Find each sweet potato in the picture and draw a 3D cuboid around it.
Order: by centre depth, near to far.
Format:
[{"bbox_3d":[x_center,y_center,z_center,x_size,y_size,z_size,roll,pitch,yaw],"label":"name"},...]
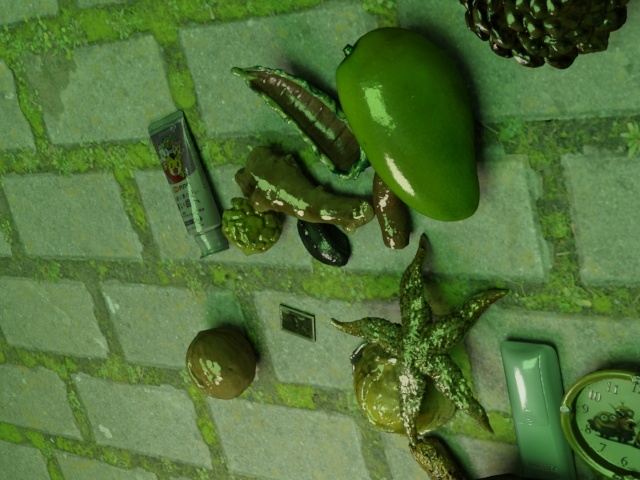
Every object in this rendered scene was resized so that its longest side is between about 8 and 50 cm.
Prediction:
[{"bbox_3d":[0.122,-0.119,1.710,0.067,0.059,0.281,10,122,22],"label":"sweet potato"}]

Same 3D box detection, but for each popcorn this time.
[{"bbox_3d":[-0.134,-0.027,1.943,0.120,0.116,0.106,-6,154,-1],"label":"popcorn"}]

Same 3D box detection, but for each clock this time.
[{"bbox_3d":[0.519,0.304,1.645,0.237,0.057,0.237,18,124,27],"label":"clock"}]

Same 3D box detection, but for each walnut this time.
[{"bbox_3d":[-0.215,0.265,2.148,0.166,0.149,0.166,53,167,18],"label":"walnut"}]

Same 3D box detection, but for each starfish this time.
[{"bbox_3d":[0.199,0.194,1.763,0.358,0.078,0.347,46,113,15],"label":"starfish"}]

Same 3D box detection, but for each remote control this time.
[{"bbox_3d":[0.384,0.312,1.760,0.103,0.051,0.293,2,116,37],"label":"remote control"}]

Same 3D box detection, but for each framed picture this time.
[{"bbox_3d":[-0.048,0.171,2.049,0.089,0.006,0.066,17,125,31],"label":"framed picture"}]

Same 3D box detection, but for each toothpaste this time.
[{"bbox_3d":[-0.269,-0.111,2.025,0.114,0.073,0.299,-17,95,42],"label":"toothpaste"}]

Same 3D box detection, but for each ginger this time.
[{"bbox_3d":[-0.026,-0.091,1.832,0.294,0.086,0.131,17,112,25],"label":"ginger"}]

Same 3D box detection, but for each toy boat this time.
[{"bbox_3d":[-0.023,-0.226,1.741,0.293,0.099,0.108,41,134,2],"label":"toy boat"}]

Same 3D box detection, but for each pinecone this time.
[{"bbox_3d":[0.290,-0.361,1.323,0.257,0.243,0.243,48,141,42],"label":"pinecone"}]

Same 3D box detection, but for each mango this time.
[{"bbox_3d":[0.157,-0.179,1.574,0.192,0.156,0.343,-27,109,8],"label":"mango"}]

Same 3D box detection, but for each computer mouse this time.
[{"bbox_3d":[0.000,0.000,1.885,0.135,0.047,0.079,49,133,8],"label":"computer mouse"}]

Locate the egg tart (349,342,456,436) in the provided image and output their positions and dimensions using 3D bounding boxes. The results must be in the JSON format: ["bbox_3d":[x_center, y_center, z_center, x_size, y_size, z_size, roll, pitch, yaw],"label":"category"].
[{"bbox_3d":[0.146,0.294,1.912,0.252,0.098,0.232,8,116,39],"label":"egg tart"}]

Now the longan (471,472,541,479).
[{"bbox_3d":[0.333,0.609,1.745,0.391,0.391,0.391,19,125,29],"label":"longan"}]

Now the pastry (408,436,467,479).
[{"bbox_3d":[0.236,0.448,1.953,0.080,0.056,0.140,-21,107,51],"label":"pastry"}]
